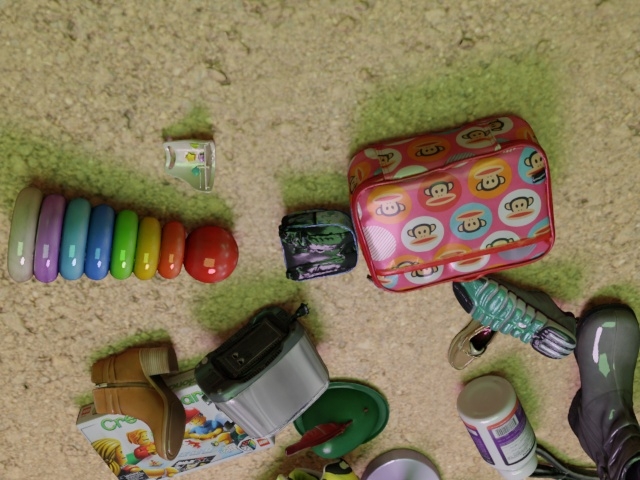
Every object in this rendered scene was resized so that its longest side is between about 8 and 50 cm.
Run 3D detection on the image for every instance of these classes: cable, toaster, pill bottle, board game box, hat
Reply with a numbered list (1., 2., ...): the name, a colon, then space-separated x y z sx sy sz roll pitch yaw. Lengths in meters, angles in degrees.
1. cable: 0.495 0.477 1.571 0.139 0.072 0.287 -40 116 15
2. toaster: -0.084 0.216 1.325 0.227 0.129 0.146 -40 125 -14
3. pill bottle: 0.329 0.346 1.456 0.108 0.108 0.193 -23 121 11
4. board game box: -0.258 0.338 1.454 0.305 0.053 0.193 -20 120 10
5. hat: 0.028 0.369 1.411 0.208 0.183 0.173 7 122 -7

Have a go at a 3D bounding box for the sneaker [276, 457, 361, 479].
1. sneaker: -0.048 0.513 1.529 0.385 0.145 0.147 -27 77 35

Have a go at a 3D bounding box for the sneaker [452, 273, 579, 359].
1. sneaker: 0.324 0.106 1.331 0.224 0.098 0.083 34 130 4

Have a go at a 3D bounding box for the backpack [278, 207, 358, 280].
1. backpack: 0.000 0.000 1.231 0.114 0.084 0.105 -6 122 6

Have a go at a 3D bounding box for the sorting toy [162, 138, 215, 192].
1. sorting toy: -0.194 -0.119 1.173 0.075 0.045 0.083 5 123 2

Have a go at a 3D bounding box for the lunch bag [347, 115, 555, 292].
1. lunch bag: 0.197 -0.036 1.205 0.293 0.120 0.258 -14 127 5

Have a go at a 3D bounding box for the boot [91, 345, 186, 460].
1. boot: -0.312 0.282 1.355 0.152 0.197 0.073 -13 158 13

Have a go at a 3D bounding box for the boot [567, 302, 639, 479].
1. boot: 0.513 0.291 1.361 0.118 0.222 0.338 -8 123 3

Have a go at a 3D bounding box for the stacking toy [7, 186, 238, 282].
1. stacking toy: -0.288 0.010 1.208 0.330 0.141 0.141 8 122 -15

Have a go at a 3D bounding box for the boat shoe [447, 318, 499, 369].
1. boat shoe: 0.264 0.178 1.381 0.050 0.045 0.135 19 120 -14

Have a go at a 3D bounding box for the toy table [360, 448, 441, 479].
1. toy table: 0.161 0.561 1.557 0.252 0.161 0.274 -12 124 5
